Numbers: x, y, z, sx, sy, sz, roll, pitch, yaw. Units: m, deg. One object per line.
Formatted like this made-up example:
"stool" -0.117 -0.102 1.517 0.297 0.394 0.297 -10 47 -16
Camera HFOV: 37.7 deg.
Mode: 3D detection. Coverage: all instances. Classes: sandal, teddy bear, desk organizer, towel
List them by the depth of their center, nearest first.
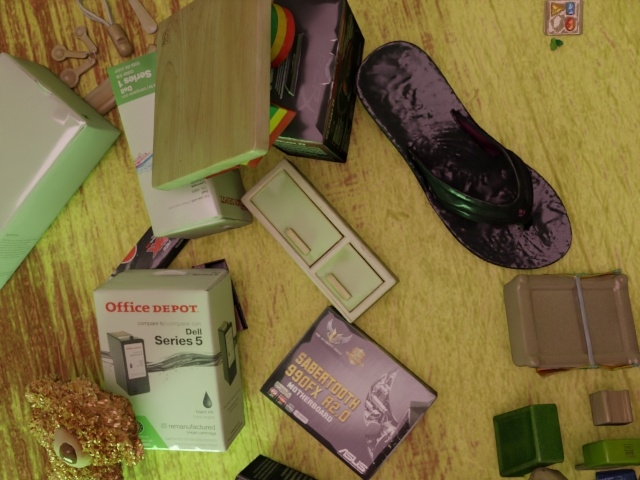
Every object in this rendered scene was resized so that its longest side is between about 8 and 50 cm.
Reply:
"sandal" 0.219 -0.120 1.462 0.167 0.107 0.446 -44 93 2
"towel" 0.473 0.421 1.469 0.067 0.029 0.119 -11 87 8
"teddy bear" -0.398 0.323 1.494 0.113 0.338 0.245 -13 97 -34
"desk organizer" -0.168 0.097 1.571 0.050 0.047 0.130 -20 86 6

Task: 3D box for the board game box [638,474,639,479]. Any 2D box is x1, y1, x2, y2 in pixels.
"board game box" 0.539 0.231 1.319 0.066 0.319 0.317 13 90 10

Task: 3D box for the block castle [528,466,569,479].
"block castle" 0.336 0.582 1.311 0.303 0.213 0.453 -29 105 -3

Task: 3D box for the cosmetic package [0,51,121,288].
"cosmetic package" -0.536 -0.107 1.573 0.197 0.155 0.365 42 97 8

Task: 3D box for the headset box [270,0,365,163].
"headset box" -0.013 -0.245 1.431 0.110 0.293 0.218 9 91 9

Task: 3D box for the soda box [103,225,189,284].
"soda box" -0.299 0.041 1.590 0.060 0.053 0.169 40 94 8

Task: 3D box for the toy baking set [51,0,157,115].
"toy baking set" -0.361 -0.344 1.621 0.197 0.030 0.256 27 93 9

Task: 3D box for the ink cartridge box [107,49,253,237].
"ink cartridge box" -0.219 -0.146 1.507 0.117 0.201 0.278 -17 86 10

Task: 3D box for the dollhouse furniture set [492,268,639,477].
"dollhouse furniture set" 0.383 0.208 1.473 0.198 0.151 0.301 1 70 -11

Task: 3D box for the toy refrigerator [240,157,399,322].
"toy refrigerator" 0.000 0.000 1.523 0.102 0.094 0.269 -42 83 5

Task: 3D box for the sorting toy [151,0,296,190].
"sorting toy" -0.129 -0.212 1.305 0.255 0.089 0.257 -13 72 49

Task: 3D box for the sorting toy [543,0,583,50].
"sorting toy" 0.392 -0.348 1.510 0.062 0.012 0.083 2 88 9

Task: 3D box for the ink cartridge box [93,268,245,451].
"ink cartridge box" -0.240 0.191 1.507 0.199 0.115 0.272 -1 104 14

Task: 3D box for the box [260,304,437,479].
"box" 0.046 0.247 1.528 0.231 0.056 0.183 40 95 8

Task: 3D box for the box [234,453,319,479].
"box" -0.033 0.541 1.468 0.294 0.183 0.296 22 91 9
